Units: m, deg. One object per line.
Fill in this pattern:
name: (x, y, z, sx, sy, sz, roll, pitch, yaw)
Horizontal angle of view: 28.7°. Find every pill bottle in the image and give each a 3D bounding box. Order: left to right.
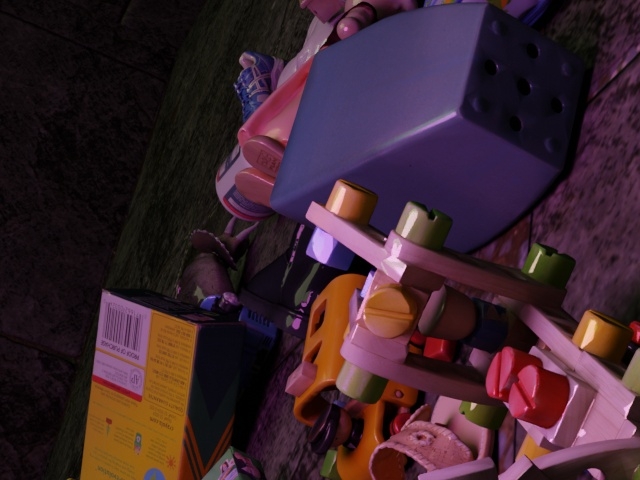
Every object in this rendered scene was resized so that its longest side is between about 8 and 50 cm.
pill bottle: (-0.071, -0.106, 1.760, 0.180, 0.108, 0.108, -42, 30, 59)

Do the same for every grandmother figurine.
grandmother figurine: (0.018, -0.202, 1.468, 0.342, 0.104, 0.208, -59, 4, -30)

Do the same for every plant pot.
plant pot: (0.099, -0.092, 1.051, 0.234, 0.165, 0.166, -22, 47, 59)

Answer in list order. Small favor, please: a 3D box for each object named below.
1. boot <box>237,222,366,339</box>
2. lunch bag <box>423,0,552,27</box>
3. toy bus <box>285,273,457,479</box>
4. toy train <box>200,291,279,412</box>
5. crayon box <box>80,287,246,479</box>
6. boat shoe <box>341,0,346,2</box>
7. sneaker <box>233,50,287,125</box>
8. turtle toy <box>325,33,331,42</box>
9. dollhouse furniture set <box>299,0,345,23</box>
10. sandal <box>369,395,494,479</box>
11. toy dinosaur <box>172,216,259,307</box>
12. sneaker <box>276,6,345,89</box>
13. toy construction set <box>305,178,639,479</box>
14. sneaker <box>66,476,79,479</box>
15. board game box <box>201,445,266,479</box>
boot: (0.000, 0.000, 1.384, 0.207, 0.094, 0.246, -68, 15, -2)
lunch bag: (0.169, -0.282, 1.195, 0.176, 0.090, 0.219, -44, 28, 55)
toy bus: (0.025, 0.130, 1.087, 0.191, 0.104, 0.202, -67, 14, 5)
toy train: (-0.128, 0.152, 1.596, 0.184, 0.105, 0.080, -61, 7, 21)
crayon box: (-0.200, 0.233, 1.524, 0.202, 0.081, 0.319, 15, 99, 45)
boat shoe: (0.103, -0.383, 1.552, 0.302, 0.114, 0.091, -20, 52, 55)
sneaker: (-0.114, -0.245, 2.163, 0.080, 0.081, 0.211, -52, 23, 42)
turtle toy: (0.017, -0.206, 1.670, 0.130, 0.066, 0.095, 126, 160, -44)
dollhouse furniture set: (0.018, -0.423, 1.807, 0.161, 0.101, 0.182, -40, 23, 15)
sandal: (0.074, 0.172, 0.902, 0.088, 0.079, 0.240, -58, 17, 32)
toy dinosaur: (-0.169, 0.085, 1.816, 0.313, 0.121, 0.160, -88, 11, -63)
sneaker: (0.004, -0.252, 1.783, 0.094, 0.080, 0.212, -9, 58, 59)
toy construction set: (0.101, 0.083, 0.669, 0.328, 0.215, 0.151, -98, 32, -62)
sneaker: (-0.314, 0.436, 1.778, 0.384, 0.145, 0.147, 172, 119, -75)
board game box: (-0.150, 0.386, 1.240, 0.317, 0.046, 0.213, -49, 30, 13)
